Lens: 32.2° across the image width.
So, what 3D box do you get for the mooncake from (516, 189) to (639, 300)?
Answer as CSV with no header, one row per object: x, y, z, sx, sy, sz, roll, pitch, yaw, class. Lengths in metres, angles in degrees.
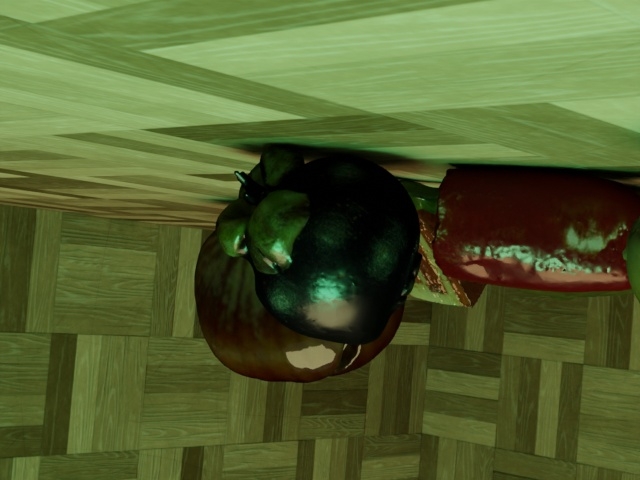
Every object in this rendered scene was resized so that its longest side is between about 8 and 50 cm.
0.314,0.010,1.401,0.235,0.117,0.235,8,162,3,mooncake

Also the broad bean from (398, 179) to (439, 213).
0.071,-0.060,1.420,0.213,0.048,0.070,5,178,-14,broad bean

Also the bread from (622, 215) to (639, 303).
0.355,0.018,0.880,0.192,0.171,0.314,-20,-179,-17,bread

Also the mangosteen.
0.000,0.000,1.239,0.243,0.243,0.243,5,178,0,mangosteen

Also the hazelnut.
-0.048,0.099,2.093,0.409,0.359,0.359,-7,172,31,hazelnut

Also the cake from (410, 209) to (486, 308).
0.166,0.021,1.853,0.158,0.159,0.262,7,178,42,cake

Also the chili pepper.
0.297,-0.006,1.214,0.338,0.134,0.131,8,156,16,chili pepper
